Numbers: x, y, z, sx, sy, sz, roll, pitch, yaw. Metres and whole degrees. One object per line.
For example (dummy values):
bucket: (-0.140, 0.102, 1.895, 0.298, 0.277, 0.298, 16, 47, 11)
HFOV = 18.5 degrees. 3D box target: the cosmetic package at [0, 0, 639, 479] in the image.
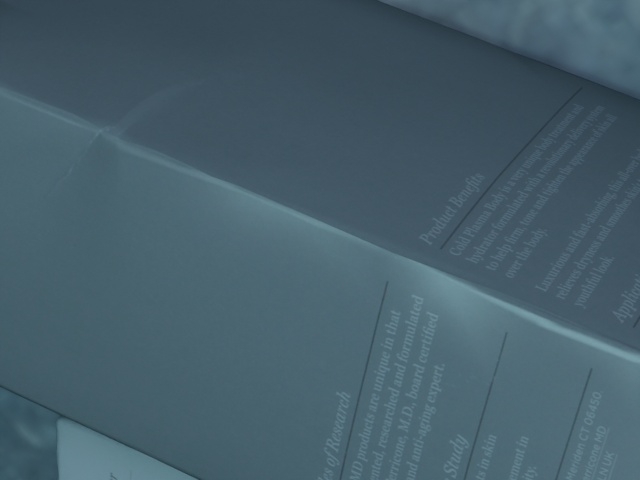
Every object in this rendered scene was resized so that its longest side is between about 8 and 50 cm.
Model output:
cosmetic package: (0.000, 0.000, 0.537, 0.238, 0.127, 0.107, 21, 124, 20)

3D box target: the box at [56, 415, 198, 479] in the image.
box: (0.010, 0.111, 0.611, 0.170, 0.091, 0.130, 19, 123, 19)
